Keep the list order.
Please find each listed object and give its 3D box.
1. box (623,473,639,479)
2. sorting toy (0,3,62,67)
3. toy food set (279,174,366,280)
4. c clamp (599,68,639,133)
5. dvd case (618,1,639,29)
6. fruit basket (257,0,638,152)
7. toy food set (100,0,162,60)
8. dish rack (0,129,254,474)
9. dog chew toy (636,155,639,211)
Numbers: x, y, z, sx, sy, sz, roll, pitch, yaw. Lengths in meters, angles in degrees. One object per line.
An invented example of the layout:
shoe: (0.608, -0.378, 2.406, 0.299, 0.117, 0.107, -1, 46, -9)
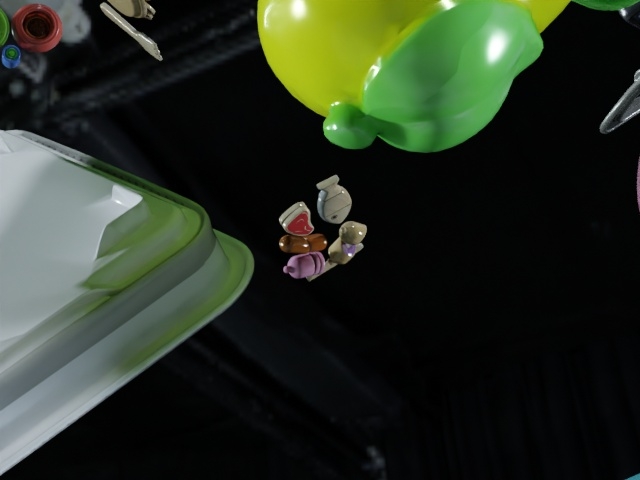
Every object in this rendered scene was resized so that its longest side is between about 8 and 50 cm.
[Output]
box: (0.205, 0.132, 0.595, 0.244, 0.100, 0.060, -22, -10, -5)
sorting toy: (-0.302, -0.197, 1.307, 0.102, 0.061, 0.042, -3, -6, -15)
toy food set: (0.000, 0.000, 1.091, 0.078, 0.019, 0.122, -32, -30, 1)
c clamp: (0.343, -0.169, 1.344, 0.161, 0.022, 0.137, -34, -14, -30)
dvd case: (0.333, -0.188, 0.951, 0.180, 0.022, 0.253, -38, -27, 27)
fruit basket: (0.060, -0.234, 0.641, 0.392, 0.392, 0.283, 13, -51, -24)
toy food set: (-0.220, -0.296, 1.471, 0.038, 0.132, 0.192, -40, -32, -15)
dish rack: (-0.231, 0.024, 0.831, 0.286, 0.333, 0.072, -35, -56, -25)
dog chew toy: (0.316, -0.008, 0.874, 0.207, 0.332, 0.206, 4, -66, 8)
